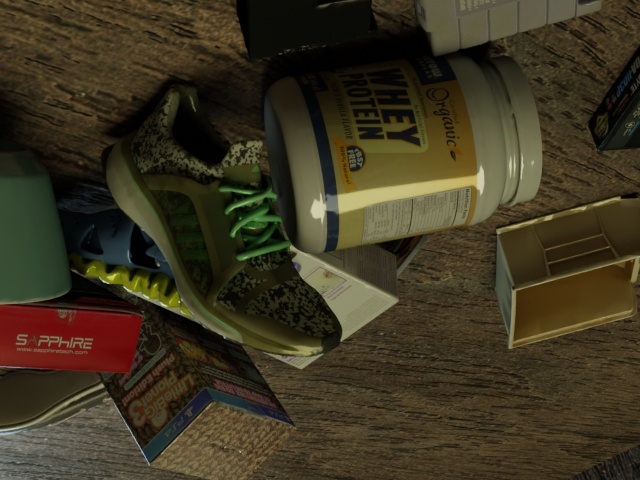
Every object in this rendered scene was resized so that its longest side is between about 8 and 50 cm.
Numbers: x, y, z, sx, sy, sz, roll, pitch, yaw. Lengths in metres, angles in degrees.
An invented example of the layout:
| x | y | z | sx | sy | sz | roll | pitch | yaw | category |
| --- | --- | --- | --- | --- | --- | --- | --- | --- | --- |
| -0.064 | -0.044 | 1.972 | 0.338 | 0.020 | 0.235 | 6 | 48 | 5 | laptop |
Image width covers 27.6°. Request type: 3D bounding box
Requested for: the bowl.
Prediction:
| x | y | z | sx | sy | sz | roll | pitch | yaw | category |
| --- | --- | --- | --- | --- | --- | --- | --- | --- | --- |
| -0.439 | -0.040 | 1.524 | 0.311 | 0.163 | 0.311 | 8 | -171 | -1 | bowl |

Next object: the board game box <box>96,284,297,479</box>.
| x | y | z | sx | sy | sz | roll | pitch | yaw | category |
| --- | --- | --- | --- | --- | --- | --- | --- | --- | --- |
| -0.213 | 0.214 | 2.029 | 0.141 | 0.291 | 0.232 | -45 | 145 | 11 | board game box |

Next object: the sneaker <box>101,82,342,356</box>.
| x | y | z | sx | sy | sz | roll | pitch | yaw | category |
| --- | --- | --- | --- | --- | --- | --- | --- | --- | --- |
| -0.109 | -0.032 | 1.574 | 0.158 | 0.410 | 0.182 | -20 | 149 | -46 | sneaker |

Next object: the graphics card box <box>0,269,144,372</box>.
| x | y | z | sx | sy | sz | roll | pitch | yaw | category |
| --- | --- | --- | --- | --- | --- | --- | --- | --- | --- |
| -0.417 | 0.074 | 1.672 | 0.232 | 0.094 | 0.371 | 7 | -171 | -38 | graphics card box |

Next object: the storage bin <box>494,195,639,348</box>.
| x | y | z | sx | sy | sz | roll | pitch | yaw | category |
| --- | --- | --- | --- | --- | --- | --- | --- | --- | --- |
| 0.440 | 0.056 | 2.274 | 0.260 | 0.123 | 0.262 | -15 | 152 | 0 | storage bin |

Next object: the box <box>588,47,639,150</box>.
| x | y | z | sx | sy | sz | roll | pitch | yaw | category |
| --- | --- | --- | --- | --- | --- | --- | --- | --- | --- |
| 0.509 | -0.214 | 1.876 | 0.175 | 0.051 | 0.220 | -5 | 151 | -18 | box |

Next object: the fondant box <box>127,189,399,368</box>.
| x | y | z | sx | sy | sz | roll | pitch | yaw | category |
| --- | --- | --- | --- | --- | --- | --- | --- | --- | --- |
| -0.083 | 0.048 | 1.927 | 0.330 | 0.096 | 0.238 | 27 | 134 | -30 | fondant box |

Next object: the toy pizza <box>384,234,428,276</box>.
| x | y | z | sx | sy | sz | roll | pitch | yaw | category |
| --- | --- | --- | --- | --- | --- | --- | --- | --- | --- |
| 0.100 | 0.045 | 2.068 | 0.201 | 0.032 | 0.201 | -49 | -177 | 3 | toy pizza |

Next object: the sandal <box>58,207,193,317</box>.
| x | y | z | sx | sy | sz | roll | pitch | yaw | category |
| --- | --- | --- | --- | --- | --- | --- | --- | --- | --- |
| -0.245 | 0.000 | 1.755 | 0.317 | 0.138 | 0.126 | 18 | -176 | 9 | sandal |

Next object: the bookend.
| x | y | z | sx | sy | sz | roll | pitch | yaw | category |
| --- | --- | --- | --- | --- | --- | --- | --- | --- | --- |
| -0.013 | -0.288 | 1.450 | 0.156 | 0.072 | 0.157 | -12 | 152 | -8 | bookend |

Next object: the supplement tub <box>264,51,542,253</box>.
| x | y | z | sx | sy | sz | roll | pitch | yaw | category |
| --- | --- | --- | --- | --- | --- | --- | --- | --- | --- |
| 0.101 | -0.117 | 1.660 | 0.316 | 0.228 | 0.228 | -11 | 153 | -9 | supplement tub |

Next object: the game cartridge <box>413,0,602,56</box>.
| x | y | z | sx | sy | sz | roll | pitch | yaw | category |
| --- | --- | --- | --- | --- | --- | --- | --- | --- | --- |
| 0.209 | -0.351 | 1.464 | 0.230 | 0.068 | 0.355 | -12 | 153 | 3 | game cartridge |

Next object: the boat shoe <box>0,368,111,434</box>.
| x | y | z | sx | sy | sz | roll | pitch | yaw | category |
| --- | --- | --- | --- | --- | --- | --- | --- | --- | --- |
| -0.438 | 0.263 | 2.233 | 0.335 | 0.112 | 0.095 | -22 | 148 | 6 | boat shoe |
